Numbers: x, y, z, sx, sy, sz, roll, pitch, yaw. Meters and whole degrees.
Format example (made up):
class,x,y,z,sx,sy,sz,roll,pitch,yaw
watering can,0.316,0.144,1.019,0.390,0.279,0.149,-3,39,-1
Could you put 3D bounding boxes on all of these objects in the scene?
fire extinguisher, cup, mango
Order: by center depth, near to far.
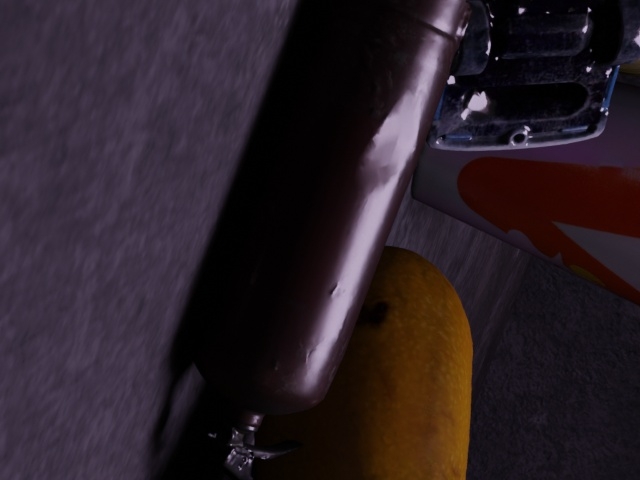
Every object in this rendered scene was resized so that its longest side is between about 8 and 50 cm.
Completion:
class,x,y,z,sx,sy,sz,roll,pitch,yaw
fire extinguisher,0.000,0.000,0.788,0.089,0.072,0.268,19,92,-57
mango,0.020,0.124,0.898,0.295,0.120,0.177,-82,178,-48
cup,0.230,-0.044,1.288,0.203,0.288,0.203,21,90,-79

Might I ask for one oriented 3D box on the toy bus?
class,x,y,z,sx,sy,sz,roll,pitch,yaw
toy bus,0.108,-0.170,0.843,0.134,0.116,0.234,-110,-159,-43

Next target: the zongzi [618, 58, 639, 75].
class,x,y,z,sx,sy,sz,roll,pitch,yaw
zongzi,0.188,-0.168,1.189,0.228,0.256,0.115,162,-82,-79
